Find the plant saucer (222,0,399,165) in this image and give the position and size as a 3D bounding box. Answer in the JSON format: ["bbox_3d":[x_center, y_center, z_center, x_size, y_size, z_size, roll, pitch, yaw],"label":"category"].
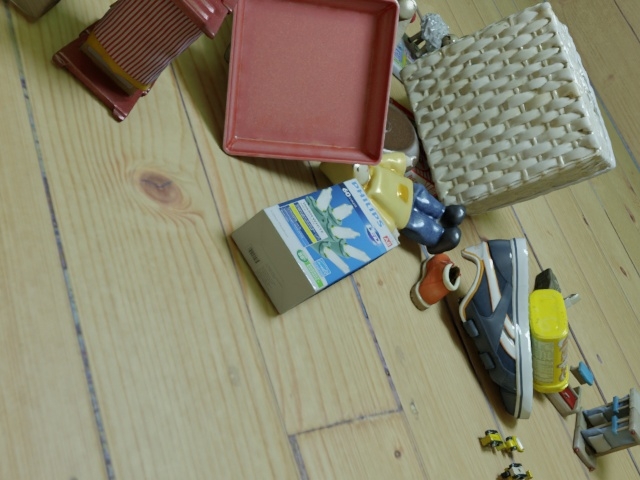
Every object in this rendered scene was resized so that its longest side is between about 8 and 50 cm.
[{"bbox_3d":[-0.018,-0.254,1.095,0.259,0.258,0.048,2,12,-19],"label":"plant saucer"}]

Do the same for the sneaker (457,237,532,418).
[{"bbox_3d":[0.314,0.158,1.282,0.126,0.128,0.320,23,64,-78],"label":"sneaker"}]

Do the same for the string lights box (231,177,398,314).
[{"bbox_3d":[0.000,0.000,1.056,0.133,0.077,0.260,57,34,5],"label":"string lights box"}]

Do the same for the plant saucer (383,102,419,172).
[{"bbox_3d":[0.109,-0.212,1.348,0.199,0.036,0.198,15,49,-18],"label":"plant saucer"}]

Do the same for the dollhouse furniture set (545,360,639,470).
[{"bbox_3d":[0.539,0.328,1.391,0.183,0.129,0.129,51,34,-9],"label":"dollhouse furniture set"}]

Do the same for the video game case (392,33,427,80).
[{"bbox_3d":[0.193,-0.449,1.715,0.212,0.023,0.193,37,38,-27],"label":"video game case"}]

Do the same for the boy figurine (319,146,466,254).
[{"bbox_3d":[0.127,-0.087,1.253,0.285,0.092,0.177,32,63,-27],"label":"boy figurine"}]

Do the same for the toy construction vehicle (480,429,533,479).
[{"bbox_3d":[0.308,0.359,1.177,0.098,0.035,0.085,18,38,-46],"label":"toy construction vehicle"}]

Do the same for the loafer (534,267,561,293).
[{"bbox_3d":[0.518,0.114,1.610,0.050,0.056,0.148,45,35,-5],"label":"loafer"}]

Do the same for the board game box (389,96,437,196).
[{"bbox_3d":[0.173,-0.191,1.454,0.147,0.045,0.193,27,44,-35],"label":"board game box"}]

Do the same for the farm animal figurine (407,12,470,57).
[{"bbox_3d":[0.387,-0.377,1.730,0.330,0.172,0.326,22,48,-46],"label":"farm animal figurine"}]

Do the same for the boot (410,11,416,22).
[{"bbox_3d":[0.194,-0.577,1.727,0.176,0.088,0.244,34,19,-33],"label":"boot"}]

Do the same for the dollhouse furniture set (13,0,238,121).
[{"bbox_3d":[-0.304,-0.357,0.875,0.374,0.201,0.152,42,36,-20],"label":"dollhouse furniture set"}]

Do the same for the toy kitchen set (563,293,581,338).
[{"bbox_3d":[0.547,0.171,1.594,0.075,0.083,0.068,58,-7,3],"label":"toy kitchen set"}]

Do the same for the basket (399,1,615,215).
[{"bbox_3d":[0.366,-0.246,1.418,0.266,0.332,0.328,-3,75,-63],"label":"basket"}]

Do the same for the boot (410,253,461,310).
[{"bbox_3d":[0.222,0.060,1.272,0.059,0.085,0.158,48,33,-8],"label":"boot"}]

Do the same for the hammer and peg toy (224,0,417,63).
[{"bbox_3d":[-0.036,-0.376,1.157,0.361,0.265,0.127,28,2,-22],"label":"hammer and peg toy"}]

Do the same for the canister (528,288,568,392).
[{"bbox_3d":[0.430,0.191,1.350,0.126,0.074,0.169,-82,162,-44],"label":"canister"}]
